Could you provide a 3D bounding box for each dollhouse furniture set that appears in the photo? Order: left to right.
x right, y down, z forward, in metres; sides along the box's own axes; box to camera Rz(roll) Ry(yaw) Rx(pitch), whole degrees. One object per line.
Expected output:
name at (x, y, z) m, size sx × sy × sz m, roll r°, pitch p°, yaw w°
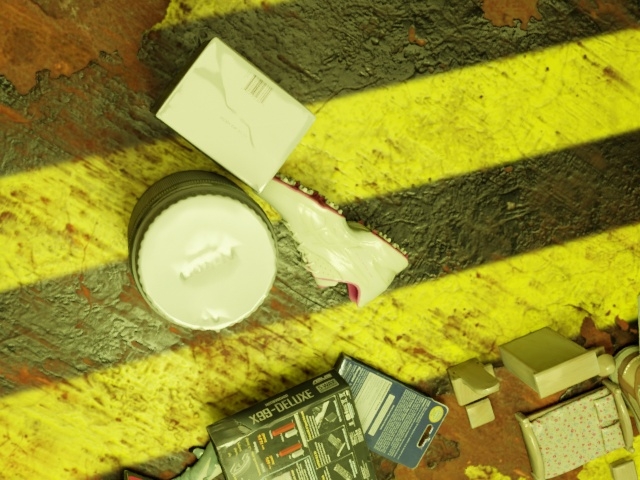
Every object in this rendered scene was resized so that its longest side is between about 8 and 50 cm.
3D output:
dollhouse furniture set at (0.432, 0.359, 1.700) m, size 0.303 × 0.174 × 0.355 m, roll -20°, pitch 103°, yaw -8°

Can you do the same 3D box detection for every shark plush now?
shark plush at (-0.202, 0.383, 1.645) m, size 0.161 × 0.073 × 0.067 m, roll -37°, pitch 86°, yaw 17°

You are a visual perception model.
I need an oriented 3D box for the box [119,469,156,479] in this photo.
box at (-0.307, 0.553, 1.580) m, size 0.165 × 0.143 × 0.270 m, roll 24°, pitch 99°, yaw -16°

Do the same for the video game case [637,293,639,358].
video game case at (0.670, 0.219, 1.736) m, size 0.212 × 0.193 × 0.023 m, roll 32°, pitch 134°, yaw -16°

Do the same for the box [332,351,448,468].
box at (0.103, 0.308, 1.690) m, size 0.225 × 0.036 × 0.136 m, roll 28°, pitch 93°, yaw -14°

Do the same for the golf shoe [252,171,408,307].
golf shoe at (0.000, 0.000, 1.578) m, size 0.306 × 0.115 × 0.140 m, roll 33°, pitch 95°, yaw -14°

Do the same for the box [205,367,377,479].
box at (-0.032, 0.404, 1.605) m, size 0.243 × 0.076 × 0.307 m, roll -23°, pitch 115°, yaw -14°

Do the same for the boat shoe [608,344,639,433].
boat shoe at (0.664, 0.341, 1.776) m, size 0.123 × 0.116 × 0.324 m, roll -43°, pitch 105°, yaw -2°

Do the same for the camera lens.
camera lens at (-0.185, 0.009, 1.452) m, size 0.220 × 0.274 × 0.219 m, roll -2°, pitch 100°, yaw -12°

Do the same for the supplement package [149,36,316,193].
supplement package at (-0.141, -0.196, 1.464) m, size 0.194 × 0.203 × 0.149 m, roll 37°, pitch 90°, yaw -16°
